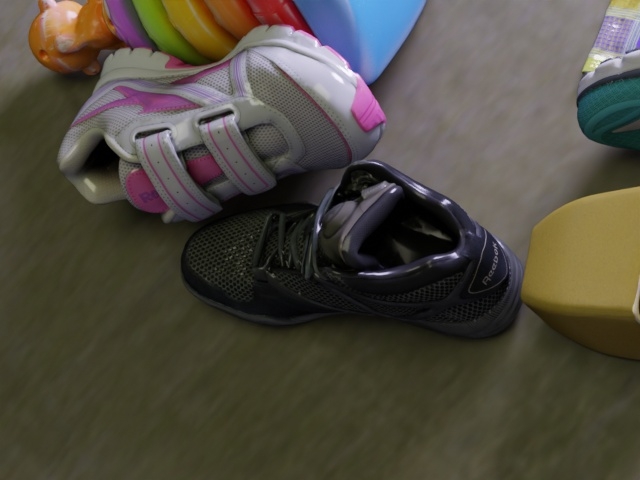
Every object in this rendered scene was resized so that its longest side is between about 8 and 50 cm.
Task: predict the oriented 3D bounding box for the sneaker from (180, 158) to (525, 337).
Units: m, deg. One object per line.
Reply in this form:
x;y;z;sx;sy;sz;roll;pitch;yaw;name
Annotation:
0.000;0.000;0.990;0.227;0.130;0.087;7;68;29;sneaker

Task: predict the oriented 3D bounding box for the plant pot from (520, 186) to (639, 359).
0.164;0.020;0.940;0.083;0.081;0.081;0;66;34;plant pot

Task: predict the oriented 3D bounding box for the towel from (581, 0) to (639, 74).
0.206;-0.135;1.036;0.060;0.009;0.083;17;74;28;towel

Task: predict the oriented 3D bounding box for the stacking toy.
-0.087;-0.173;1.115;0.302;0.175;0.166;-16;30;35;stacking toy

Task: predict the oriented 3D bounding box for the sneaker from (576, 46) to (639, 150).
0.266;-0.044;0.916;0.275;0.107;0.110;16;83;29;sneaker

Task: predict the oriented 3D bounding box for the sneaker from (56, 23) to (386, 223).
-0.069;-0.060;1.033;0.252;0.103;0.111;-3;44;43;sneaker
